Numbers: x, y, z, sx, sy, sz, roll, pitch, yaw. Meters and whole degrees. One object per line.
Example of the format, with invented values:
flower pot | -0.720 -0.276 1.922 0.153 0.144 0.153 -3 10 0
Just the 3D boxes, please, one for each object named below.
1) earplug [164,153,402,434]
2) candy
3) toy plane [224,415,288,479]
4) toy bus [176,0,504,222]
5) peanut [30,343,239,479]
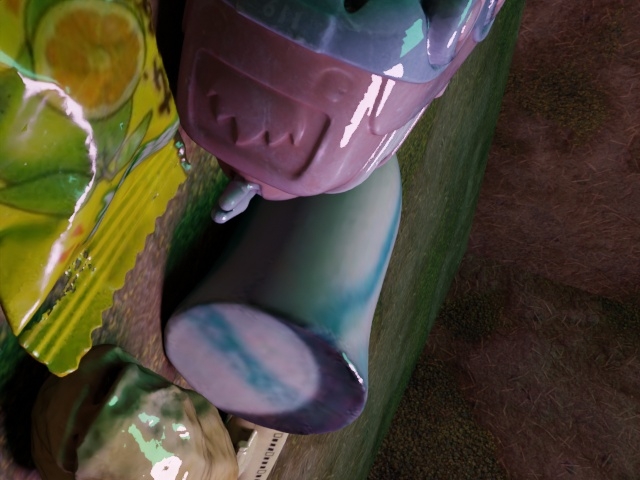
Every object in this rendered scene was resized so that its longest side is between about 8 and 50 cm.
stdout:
earplug | 0.000 0.000 0.994 0.185 0.185 0.324 94 15 -49
candy | -0.133 -0.084 0.510 0.297 0.081 0.187 80 30 -45
toy plane | -0.081 0.227 1.152 0.229 0.092 0.244 -50 155 -53
toy bus | 0.008 -0.148 0.781 0.231 0.197 0.294 -66 172 28
peanut | -0.129 0.160 0.767 0.290 0.130 0.130 79 33 -69
